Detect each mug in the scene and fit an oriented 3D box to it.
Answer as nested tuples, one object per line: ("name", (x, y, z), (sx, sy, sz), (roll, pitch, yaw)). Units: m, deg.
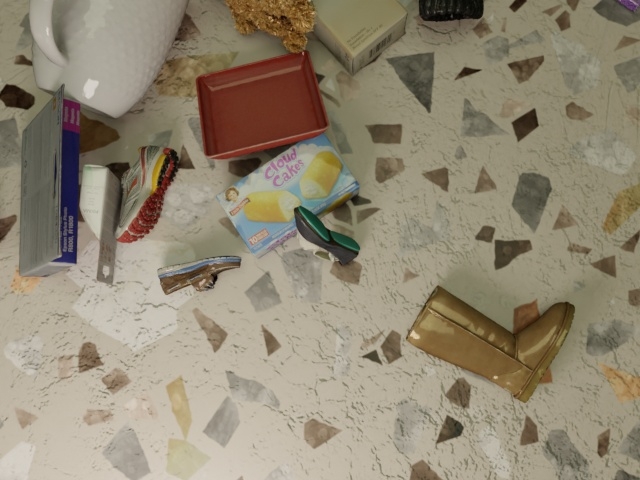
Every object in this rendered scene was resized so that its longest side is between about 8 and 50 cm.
("mug", (-0.452, -0.438, 1.348), (0.276, 0.374, 0.328), (20, 90, 8))

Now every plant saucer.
("plant saucer", (-0.125, -0.280, 1.429), (0.258, 0.048, 0.259), (-14, 53, 1))

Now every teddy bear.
("teddy bear", (-0.151, -0.522, 1.408), (0.338, 0.245, 0.113), (43, 75, -16))

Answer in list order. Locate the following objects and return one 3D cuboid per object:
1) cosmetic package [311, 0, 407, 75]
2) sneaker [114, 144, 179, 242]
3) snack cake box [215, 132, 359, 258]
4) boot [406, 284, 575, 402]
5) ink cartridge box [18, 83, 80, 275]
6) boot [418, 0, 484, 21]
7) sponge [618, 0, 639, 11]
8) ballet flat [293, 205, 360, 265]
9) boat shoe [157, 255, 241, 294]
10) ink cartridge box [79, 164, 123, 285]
("cosmetic package", (0.030, -0.535, 1.472), (0.160, 0.113, 0.309), (-41, 83, -3))
("sneaker", (-0.386, -0.100, 1.448), (0.092, 0.088, 0.225), (18, 77, 15))
("snack cake box", (-0.067, -0.097, 1.424), (0.264, 0.089, 0.152), (-34, 83, -3))
("boot", (0.347, 0.169, 1.370), (0.269, 0.089, 0.236), (30, 84, 7))
("ink cartridge box", (-0.529, -0.102, 1.342), (0.071, 0.330, 0.324), (4, 80, -36))
("boot", (0.340, -0.611, 1.454), (0.347, 0.131, 0.260), (-15, 99, -23))
("sponge", (0.647, -0.615, 1.499), (0.210, 0.031, 0.117), (38, 85, 7))
("ballet flat", (0.000, 0.000, 1.372), (0.074, 0.203, 0.074), (-21, 55, 33))
("boat shoe", (-0.250, 0.074, 1.423), (0.183, 0.066, 0.066), (-12, 86, 11))
("ink cartridge box", (-0.452, -0.026, 1.381), (0.056, 0.181, 0.225), (6, 83, -6))
